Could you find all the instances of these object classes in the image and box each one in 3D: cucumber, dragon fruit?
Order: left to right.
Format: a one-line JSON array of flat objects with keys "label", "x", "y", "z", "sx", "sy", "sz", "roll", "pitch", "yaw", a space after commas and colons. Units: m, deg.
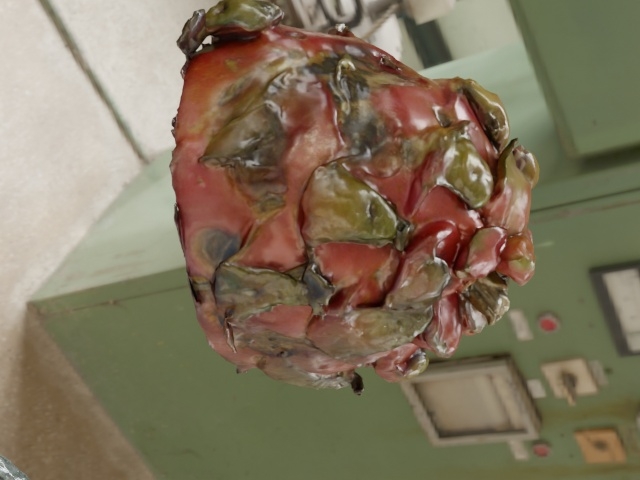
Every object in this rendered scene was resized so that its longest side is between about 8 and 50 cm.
[{"label": "cucumber", "x": -0.485, "y": 0.363, "z": 1.469, "sx": 0.112, "sy": 0.064, "sz": 0.064, "roll": 44, "pitch": 43, "yaw": -22}, {"label": "dragon fruit", "x": 0.047, "y": -0.034, "z": 0.790, "sx": 0.314, "sy": 0.262, "sz": 0.296, "roll": 65, "pitch": 23, "yaw": -66}]
